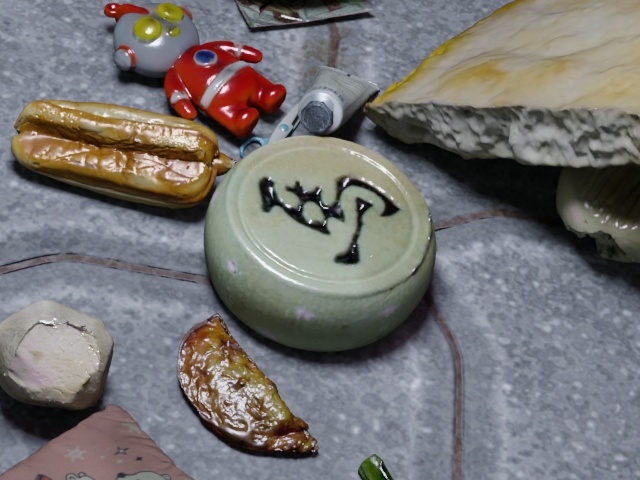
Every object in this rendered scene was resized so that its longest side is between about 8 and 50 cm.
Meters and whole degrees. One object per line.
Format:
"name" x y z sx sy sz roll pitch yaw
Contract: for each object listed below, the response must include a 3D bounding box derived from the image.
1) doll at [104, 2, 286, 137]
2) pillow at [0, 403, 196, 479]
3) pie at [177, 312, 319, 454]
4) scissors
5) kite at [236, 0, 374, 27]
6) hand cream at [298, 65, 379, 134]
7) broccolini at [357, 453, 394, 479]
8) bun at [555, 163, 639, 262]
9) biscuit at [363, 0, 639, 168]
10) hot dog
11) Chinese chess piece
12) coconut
"doll" -0.157 -0.212 1.918 0.245 0.076 0.142 38 52 14
"pillow" -0.199 0.269 1.494 0.236 0.084 0.223 38 55 22
"pie" -0.086 0.153 1.652 0.088 0.033 0.191 -27 60 -25
"scissors" -0.046 -0.125 1.906 0.058 0.014 0.119 27 54 10
"kite" -0.032 -0.337 2.088 0.229 0.012 0.250 24 49 9
"hand cream" 0.015 -0.166 1.886 0.080 0.050 0.234 22 20 4
"broccolini" 0.127 0.295 1.565 0.254 0.057 0.071 49 14 23
"bun" 0.360 -0.044 1.856 0.178 0.128 0.193 38 64 20
"biscuit" 0.306 -0.203 1.892 0.429 0.104 0.446 0 30 39
"hot dog" -0.215 -0.095 1.804 0.249 0.076 0.102 10 87 3
"Chinese chess piece" 0.000 0.000 1.754 0.250 0.101 0.250 7 49 -8
"coconut" -0.266 0.111 1.595 0.124 0.110 0.110 16 49 -4
